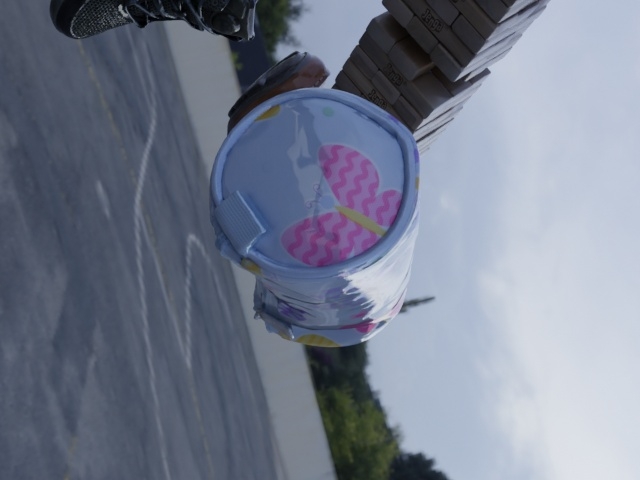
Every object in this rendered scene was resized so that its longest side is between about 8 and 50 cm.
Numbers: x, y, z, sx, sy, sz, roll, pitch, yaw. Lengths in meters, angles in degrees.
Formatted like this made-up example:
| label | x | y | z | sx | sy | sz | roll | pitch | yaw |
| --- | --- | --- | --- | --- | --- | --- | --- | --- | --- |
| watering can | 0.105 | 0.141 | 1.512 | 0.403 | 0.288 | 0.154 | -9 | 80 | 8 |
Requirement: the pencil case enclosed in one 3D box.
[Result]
| label | x | y | z | sx | sy | sz | roll | pitch | yaw |
| --- | --- | --- | --- | --- | --- | --- | --- | --- | --- |
| pencil case | 0.000 | 0.000 | 0.600 | 0.273 | 0.124 | 0.113 | 85 | -12 | -75 |

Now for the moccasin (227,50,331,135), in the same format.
| label | x | y | z | sx | sy | sz | roll | pitch | yaw |
| --- | --- | --- | --- | --- | --- | --- | --- | --- | --- |
| moccasin | -0.050 | -0.113 | 1.176 | 0.147 | 0.139 | 0.380 | 45 | -29 | 6 |

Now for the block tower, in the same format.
| label | x | y | z | sx | sy | sz | roll | pitch | yaw |
| --- | --- | --- | --- | --- | --- | --- | --- | --- | --- |
| block tower | 0.097 | -0.165 | 0.736 | 0.097 | 0.091 | 0.335 | 50 | -35 | 7 |

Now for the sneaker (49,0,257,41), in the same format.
| label | x | y | z | sx | sy | sz | roll | pitch | yaw |
| --- | --- | --- | --- | --- | --- | --- | --- | --- | --- |
| sneaker | -0.146 | -0.235 | 0.867 | 0.130 | 0.228 | 0.087 | 63 | -3 | 16 |
